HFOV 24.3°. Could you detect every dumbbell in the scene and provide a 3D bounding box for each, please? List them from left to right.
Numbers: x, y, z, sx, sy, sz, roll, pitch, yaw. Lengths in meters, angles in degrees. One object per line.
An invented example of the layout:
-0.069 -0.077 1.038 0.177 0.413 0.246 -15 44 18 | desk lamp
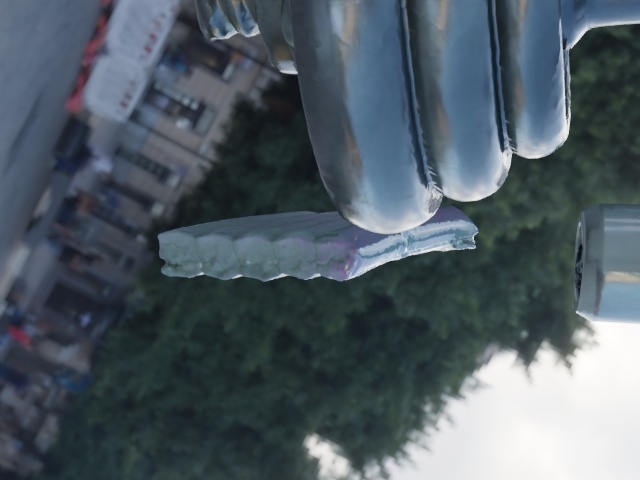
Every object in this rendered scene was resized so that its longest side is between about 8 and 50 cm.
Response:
0.157 -0.094 0.478 0.179 0.406 0.179 -3 90 -79 | dumbbell

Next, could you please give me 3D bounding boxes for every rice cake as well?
0.000 0.000 1.061 0.198 0.189 0.037 -9 97 -54 | rice cake

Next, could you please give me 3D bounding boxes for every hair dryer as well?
0.299 0.050 1.163 0.357 0.173 0.107 -71 162 -77 | hair dryer
